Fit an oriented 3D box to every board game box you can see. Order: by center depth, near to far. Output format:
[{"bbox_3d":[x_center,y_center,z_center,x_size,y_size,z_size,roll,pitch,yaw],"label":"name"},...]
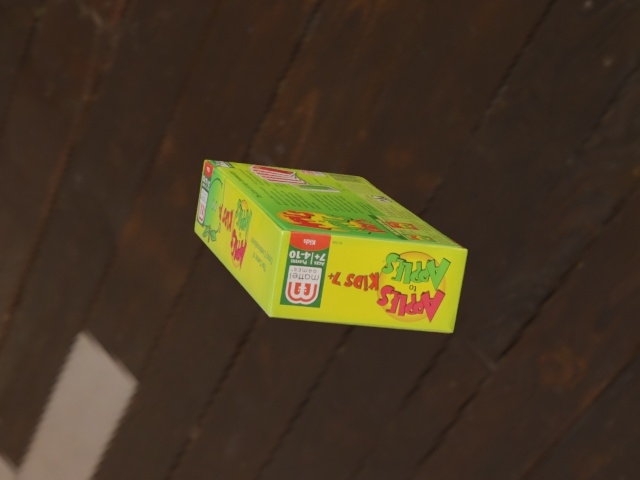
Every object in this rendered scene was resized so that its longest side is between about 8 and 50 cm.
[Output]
[{"bbox_3d":[0.000,0.000,0.953,0.181,0.092,0.043,-139,56,-70],"label":"board game box"}]
